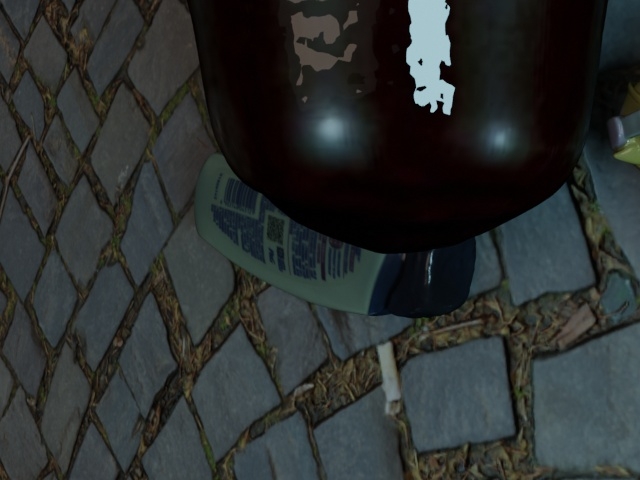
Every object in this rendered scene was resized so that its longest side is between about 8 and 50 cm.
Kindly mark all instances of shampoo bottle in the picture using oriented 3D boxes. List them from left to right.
[{"bbox_3d":[0.000,0.000,0.990,0.359,0.078,0.134,19,106,44],"label":"shampoo bottle"}]

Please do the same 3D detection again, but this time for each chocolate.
[{"bbox_3d":[0.080,-0.165,0.755,0.384,0.384,0.331,-3,102,45],"label":"chocolate"}]

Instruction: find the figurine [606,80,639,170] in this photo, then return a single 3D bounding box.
[{"bbox_3d":[0.298,-0.064,0.661,0.184,0.128,0.208,-11,85,47],"label":"figurine"}]
